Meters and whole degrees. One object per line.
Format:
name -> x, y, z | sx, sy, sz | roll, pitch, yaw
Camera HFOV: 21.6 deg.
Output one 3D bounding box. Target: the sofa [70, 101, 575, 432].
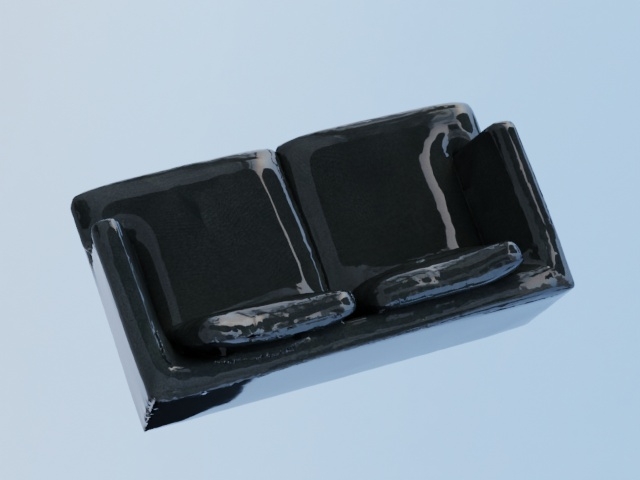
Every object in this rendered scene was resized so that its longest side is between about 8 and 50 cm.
sofa -> 0.000, 0.000, 0.546 | 0.060, 0.147, 0.085 | 119, -46, -66
